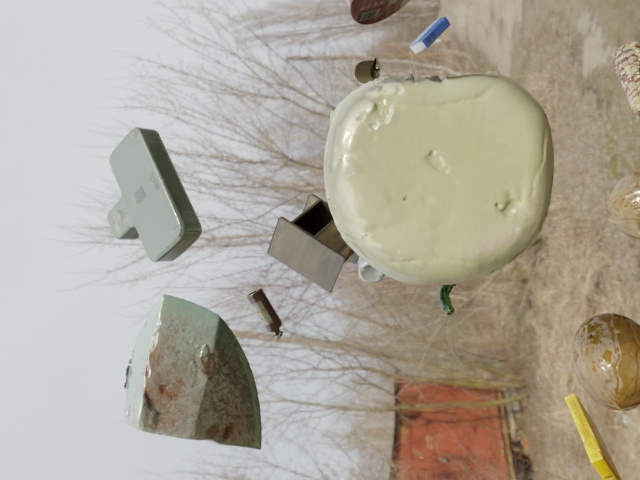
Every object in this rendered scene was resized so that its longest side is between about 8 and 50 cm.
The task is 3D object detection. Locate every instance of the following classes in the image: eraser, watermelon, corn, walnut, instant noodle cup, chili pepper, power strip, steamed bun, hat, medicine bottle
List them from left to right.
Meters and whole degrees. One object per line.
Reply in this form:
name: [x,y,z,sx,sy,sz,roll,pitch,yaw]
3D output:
power strip: [-0.353,-0.074,1.103,0.059,0.194,0.264,-2,-120,-57]
watermelon: [-0.282,0.302,1.099,0.387,0.229,0.258,67,-150,-14]
medicine bottle: [0.216,0.028,2.283,0.351,0.110,0.110,-82,-16,-54]
hat: [0.188,-0.565,1.975,0.166,0.173,0.144,55,157,20]
instant noodle cup: [0.127,-0.671,1.315,0.178,0.235,0.235,58,-171,12]
eraser: [0.251,-0.470,1.257,0.027,0.084,0.063,46,171,-14]
steamed bun: [0.174,-0.089,0.853,0.233,0.334,0.311,-26,-59,-85]
chili pepper: [0.342,0.147,1.487,0.055,0.035,0.117,42,-138,-23]
walnut: [0.620,0.255,1.157,0.167,0.168,0.207,70,-155,-52]
corn: [0.863,-0.432,1.491,0.092,0.092,0.280,69,-156,-53]
walnut: [0.909,-0.124,1.508,0.238,0.204,0.141,-61,-28,-23]

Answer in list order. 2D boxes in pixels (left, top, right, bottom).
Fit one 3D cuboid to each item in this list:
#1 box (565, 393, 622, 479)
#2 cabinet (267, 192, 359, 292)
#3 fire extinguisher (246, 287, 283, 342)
box: [0.793,0.586,1.588,0.152,0.043,0.269,52,-160,-14]
cabinet: [0.000,0.000,1.540,0.175,0.215,0.148,-43,-19,-49]
fire extinguisher: [-0.214,0.301,2.166,0.071,0.099,0.231,-38,-78,-45]
